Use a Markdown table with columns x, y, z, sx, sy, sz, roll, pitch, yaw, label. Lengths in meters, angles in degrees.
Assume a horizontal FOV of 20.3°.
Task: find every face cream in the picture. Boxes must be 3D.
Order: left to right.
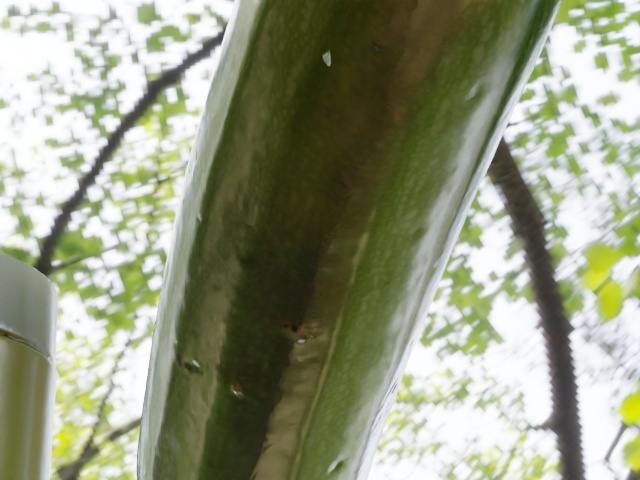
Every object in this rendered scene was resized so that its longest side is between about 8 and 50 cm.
| x | y | z | sx | sy | sz | roll | pitch | yaw | label |
| --- | --- | --- | --- | --- | --- | --- | --- | --- | --- |
| -0.298 | 0.119 | 1.269 | 0.218 | 0.218 | 0.179 | -10 | -114 | 21 | face cream |

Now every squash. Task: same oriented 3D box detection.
| x | y | z | sx | sy | sz | roll | pitch | yaw | label |
| --- | --- | --- | --- | --- | --- | --- | --- | --- | --- |
| 0.000 | 0.000 | 0.405 | 0.066 | 0.066 | 0.228 | 28 | -51 | 14 | squash |
